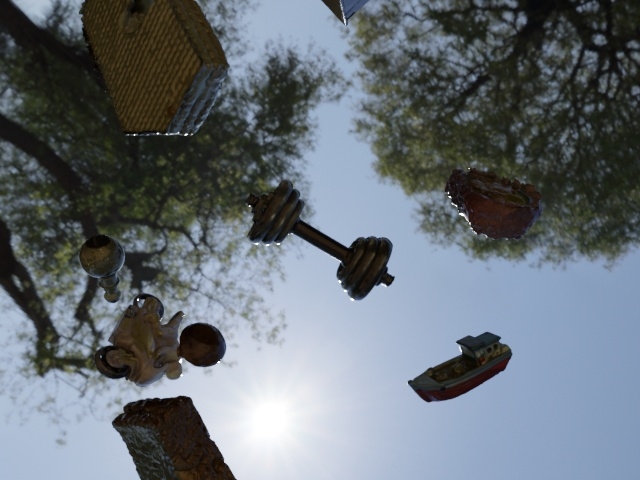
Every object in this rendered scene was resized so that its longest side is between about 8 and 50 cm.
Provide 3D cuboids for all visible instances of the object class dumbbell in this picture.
[{"bbox_3d":[0.000,0.000,1.695,0.179,0.406,0.179,-58,-173,12],"label":"dumbbell"}]

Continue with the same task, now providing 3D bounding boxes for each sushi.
[{"bbox_3d":[0.373,-0.080,1.589,0.241,0.107,0.161,23,-148,23],"label":"sushi"}]

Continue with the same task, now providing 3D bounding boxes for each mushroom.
[{"bbox_3d":[-0.286,0.254,1.705,0.127,0.127,0.087,-101,-153,-48],"label":"mushroom"}]

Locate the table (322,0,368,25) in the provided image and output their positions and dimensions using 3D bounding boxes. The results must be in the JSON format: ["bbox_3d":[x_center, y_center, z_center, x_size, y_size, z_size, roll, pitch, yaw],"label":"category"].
[{"bbox_3d":[0.063,-0.576,1.401,0.193,0.172,0.169,-43,174,3],"label":"table"}]

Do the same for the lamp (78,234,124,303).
[{"bbox_3d":[-0.453,0.068,1.483,0.091,0.163,0.091,-1,-145,0],"label":"lamp"}]

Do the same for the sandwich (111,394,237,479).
[{"bbox_3d":[-0.343,0.532,1.678,0.131,0.325,0.262,-33,-169,-39],"label":"sandwich"}]

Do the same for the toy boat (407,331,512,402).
[{"bbox_3d":[0.209,0.189,1.056,0.173,0.058,0.069,-24,-167,-15],"label":"toy boat"}]

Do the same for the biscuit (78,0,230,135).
[{"bbox_3d":[-0.166,-0.193,0.676,0.147,0.046,0.249,-53,-128,35],"label":"biscuit"}]

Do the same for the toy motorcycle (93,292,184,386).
[{"bbox_3d":[-0.453,0.277,1.872,0.108,0.223,0.340,-48,-165,28],"label":"toy motorcycle"}]
